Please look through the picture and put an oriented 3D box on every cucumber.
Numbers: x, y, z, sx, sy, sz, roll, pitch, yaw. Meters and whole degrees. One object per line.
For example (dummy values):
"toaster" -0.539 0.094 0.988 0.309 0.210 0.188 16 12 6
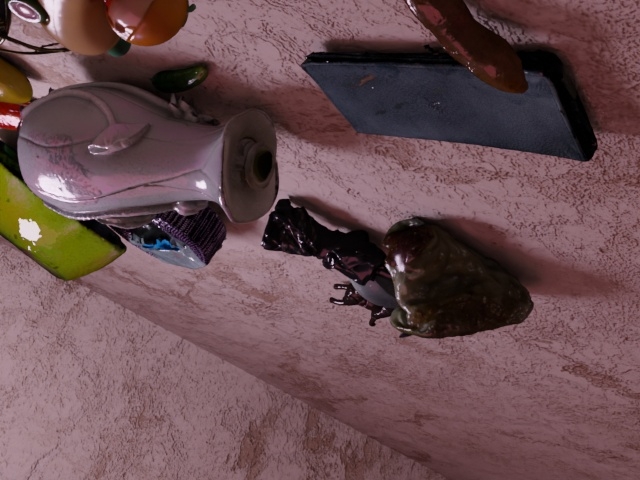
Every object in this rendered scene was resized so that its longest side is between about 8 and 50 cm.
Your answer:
"cucumber" -0.227 -0.255 1.709 0.168 0.039 0.039 0 151 49

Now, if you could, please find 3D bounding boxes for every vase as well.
"vase" -0.285 -0.139 1.796 0.445 0.250 0.250 7 156 28

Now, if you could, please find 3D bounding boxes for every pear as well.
"pear" -0.644 -0.047 2.460 0.399 0.165 0.399 38 172 6

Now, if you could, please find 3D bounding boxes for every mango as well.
"mango" -0.635 -0.314 2.009 0.191 0.085 0.122 8 148 17

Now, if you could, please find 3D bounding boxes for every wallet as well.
"wallet" 0.164 -0.183 1.395 0.379 0.046 0.191 11 157 38

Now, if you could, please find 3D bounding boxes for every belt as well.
"belt" -0.346 -0.044 2.335 0.325 0.122 0.260 9 150 43

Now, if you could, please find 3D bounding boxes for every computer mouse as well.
"computer mouse" 0.138 0.106 2.184 0.229 0.068 0.113 28 173 -35

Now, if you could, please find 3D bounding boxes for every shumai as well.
"shumai" 0.245 0.057 1.892 0.272 0.203 0.222 -7 -173 -38

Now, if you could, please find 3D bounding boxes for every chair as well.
"chair" -0.510 -0.356 1.637 0.326 0.170 0.160 -18 -170 -40

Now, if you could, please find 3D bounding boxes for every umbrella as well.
"umbrella" 0.025 0.010 2.052 0.272 0.110 0.122 20 162 -3

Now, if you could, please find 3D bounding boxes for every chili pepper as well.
"chili pepper" -0.584 -0.256 2.150 0.169 0.065 0.088 10 142 20

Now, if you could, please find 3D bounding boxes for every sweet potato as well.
"sweet potato" 0.153 -0.241 1.211 0.218 0.051 0.065 40 163 -12

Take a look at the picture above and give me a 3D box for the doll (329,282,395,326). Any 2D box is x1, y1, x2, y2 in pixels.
"doll" 0.115 0.132 2.359 0.139 0.057 0.165 32 152 -19

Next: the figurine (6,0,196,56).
"figurine" -0.280 -0.333 1.419 0.222 0.124 0.324 30 158 -18

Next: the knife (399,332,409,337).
"knife" 0.214 0.222 2.557 0.023 0.010 0.170 26 164 -6
